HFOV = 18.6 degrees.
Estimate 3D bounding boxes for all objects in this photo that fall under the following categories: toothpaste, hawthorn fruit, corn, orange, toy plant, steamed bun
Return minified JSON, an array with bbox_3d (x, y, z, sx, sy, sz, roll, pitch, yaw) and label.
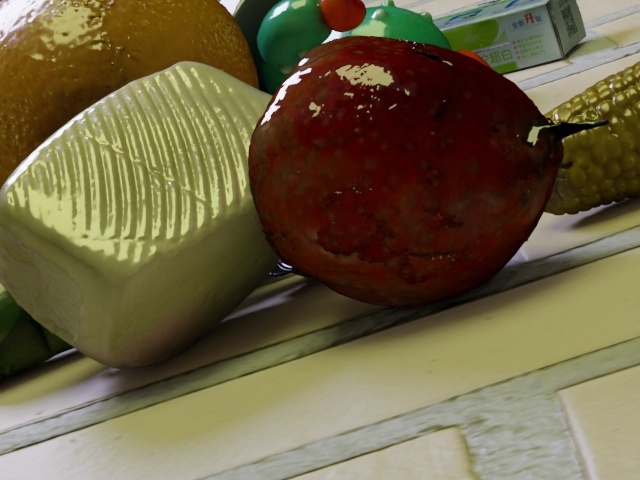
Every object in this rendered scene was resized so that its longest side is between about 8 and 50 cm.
[{"bbox_3d":[0.108,-0.194,2.052,0.336,0.067,0.081,-12,15,29],"label":"toothpaste"},{"bbox_3d":[0.070,-0.046,1.233,0.235,0.181,0.181,-6,17,32],"label":"hawthorn fruit"},{"bbox_3d":[0.259,-0.093,1.344,0.261,0.097,0.097,-23,13,-7],"label":"corn"},{"bbox_3d":[-0.184,-0.115,1.698,0.274,0.274,0.274,-18,13,4],"label":"orange"},{"bbox_3d":[-0.026,-0.173,1.881,0.400,0.279,0.185,12,66,32],"label":"toy plant"},{"bbox_3d":[-0.110,-0.008,1.357,0.170,0.152,0.238,31,48,25],"label":"steamed bun"}]

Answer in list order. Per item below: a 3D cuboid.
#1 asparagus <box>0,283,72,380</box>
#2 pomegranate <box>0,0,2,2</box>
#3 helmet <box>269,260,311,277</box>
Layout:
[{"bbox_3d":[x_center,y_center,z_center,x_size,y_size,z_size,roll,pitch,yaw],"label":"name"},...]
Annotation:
[{"bbox_3d":[-0.128,0.020,1.461,0.343,0.085,0.082,-24,-10,-14],"label":"asparagus"},{"bbox_3d":[-0.364,-0.152,2.187,0.306,0.242,0.242,-13,13,35],"label":"pomegranate"},{"bbox_3d":[0.000,0.001,1.417,0.084,0.049,0.065,-42,38,21],"label":"helmet"}]
